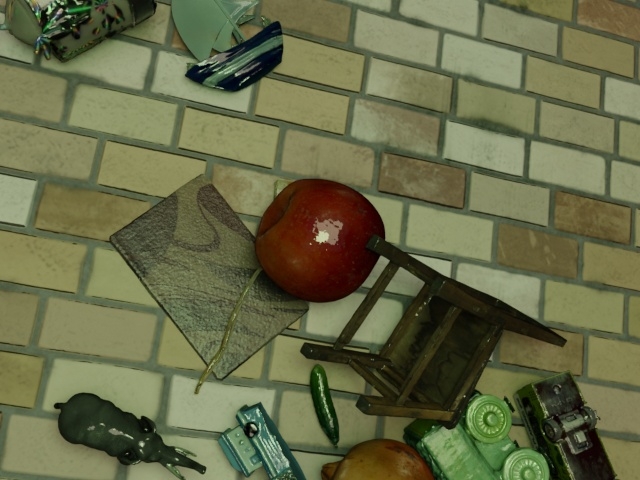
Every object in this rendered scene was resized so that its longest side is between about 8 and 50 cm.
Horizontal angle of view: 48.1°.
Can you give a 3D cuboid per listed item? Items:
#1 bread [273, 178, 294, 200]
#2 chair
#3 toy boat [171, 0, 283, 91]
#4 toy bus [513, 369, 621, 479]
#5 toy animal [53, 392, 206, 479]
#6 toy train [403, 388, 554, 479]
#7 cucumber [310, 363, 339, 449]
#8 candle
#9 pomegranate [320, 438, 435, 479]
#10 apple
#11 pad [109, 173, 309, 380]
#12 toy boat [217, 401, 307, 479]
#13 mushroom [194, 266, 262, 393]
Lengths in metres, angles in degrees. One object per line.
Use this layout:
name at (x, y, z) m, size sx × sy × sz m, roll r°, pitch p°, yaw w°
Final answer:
bread at (-0.017, -0.073, 1.378) m, size 0.154 × 0.028 × 0.068 m, roll 10°, pitch 77°, yaw -11°
chair at (0.211, 0.187, 1.255) m, size 0.416 × 0.203 × 0.240 m, roll 26°, pitch 95°, yaw -42°
toy boat at (-0.182, -0.427, 1.392) m, size 0.210 × 0.070 × 0.291 m, roll -10°, pitch 78°, yaw -19°
toy bus at (0.470, 0.408, 1.351) m, size 0.113 × 0.139 × 0.301 m, roll -13°, pitch 74°, yaw -18°
toy animal at (-0.309, 0.320, 1.157) m, size 0.269 × 0.137 × 0.082 m, roll 24°, pitch 70°, yaw 0°
toy train at (0.282, 0.392, 1.294) m, size 0.188 × 0.159 × 0.271 m, roll -35°, pitch 89°, yaw -11°
cucumber at (0.007, 0.301, 1.297) m, size 0.037 × 0.037 × 0.155 m, roll -11°, pitch 80°, yaw -17°
candle at (-0.456, -0.414, 1.251) m, size 0.330 × 0.187 × 0.187 m, roll -35°, pitch 89°, yaw -18°
pomegranate at (0.102, 0.441, 1.209) m, size 0.209 × 0.209 × 0.209 m, roll 3°, pitch 77°, yaw -14°
apple at (0.000, 0.000, 1.266) m, size 0.201 × 0.218 × 0.218 m, roll 35°, pitch 71°, yaw -20°
pad at (-0.199, 0.063, 1.310) m, size 0.220 × 0.004 × 0.330 m, roll -39°, pitch 90°, yaw -19°
toy boat at (-0.088, 0.396, 1.221) m, size 0.098 × 0.109 × 0.238 m, roll -32°, pitch 84°, yaw 1°
mushroom at (-0.155, 0.147, 1.292) m, size 0.286 × 0.028 × 0.026 m, roll -59°, pitch 139°, yaw -17°
